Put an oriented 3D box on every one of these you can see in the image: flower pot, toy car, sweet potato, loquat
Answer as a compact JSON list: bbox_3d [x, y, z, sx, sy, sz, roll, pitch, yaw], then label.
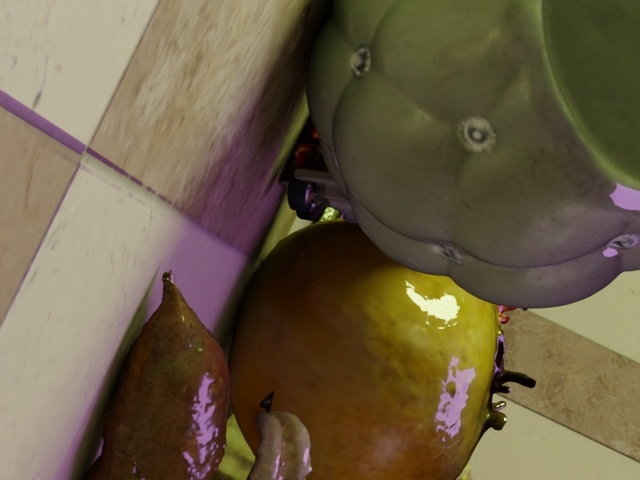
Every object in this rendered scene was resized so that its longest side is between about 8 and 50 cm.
[{"bbox_3d":[0.112,-0.085,0.915,0.195,0.246,0.246,-14,-139,53],"label":"flower pot"},{"bbox_3d":[0.037,-0.063,1.063,0.139,0.112,0.112,24,77,-76],"label":"toy car"},{"bbox_3d":[-0.087,0.119,0.842,0.226,0.068,0.068,-67,174,28],"label":"sweet potato"},{"bbox_3d":[0.037,0.086,1.164,0.213,0.213,0.213,-64,175,-11],"label":"loquat"}]

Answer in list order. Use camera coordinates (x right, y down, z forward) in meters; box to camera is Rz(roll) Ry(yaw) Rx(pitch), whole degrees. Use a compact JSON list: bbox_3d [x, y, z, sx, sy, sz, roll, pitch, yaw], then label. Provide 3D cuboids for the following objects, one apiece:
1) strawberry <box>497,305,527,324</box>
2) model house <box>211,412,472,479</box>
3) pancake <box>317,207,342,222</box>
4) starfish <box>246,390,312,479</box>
[{"bbox_3d":[0.121,-0.037,1.732,0.178,0.234,0.234,46,-64,54],"label":"strawberry"},{"bbox_3d":[0.007,0.228,1.377,0.175,0.193,0.234,16,100,-56],"label":"model house"},{"bbox_3d":[0.000,0.000,1.392,0.108,0.017,0.108,22,90,-87],"label":"pancake"},{"bbox_3d":[-0.146,0.322,1.009,0.432,0.082,0.324,-55,-177,38],"label":"starfish"}]
